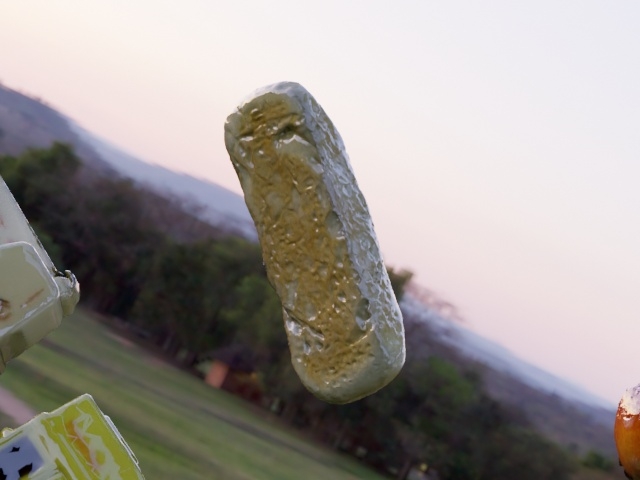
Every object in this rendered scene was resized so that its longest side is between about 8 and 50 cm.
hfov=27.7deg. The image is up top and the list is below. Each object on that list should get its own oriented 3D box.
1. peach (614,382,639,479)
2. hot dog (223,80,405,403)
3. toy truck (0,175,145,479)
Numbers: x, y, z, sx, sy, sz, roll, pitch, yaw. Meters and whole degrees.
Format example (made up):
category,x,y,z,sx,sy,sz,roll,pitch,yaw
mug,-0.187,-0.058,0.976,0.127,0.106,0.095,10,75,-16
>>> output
category,x,y,z,sx,sy,sz,roll,pitch,yaw
peach,0.279,0.150,1.007,0.098,0.098,0.061,26,-14,-10
hot dog,0.000,0.000,0.969,0.084,0.243,0.073,-24,-11,25
toy truck,-0.262,0.113,0.884,0.405,0.254,0.181,52,-15,19
